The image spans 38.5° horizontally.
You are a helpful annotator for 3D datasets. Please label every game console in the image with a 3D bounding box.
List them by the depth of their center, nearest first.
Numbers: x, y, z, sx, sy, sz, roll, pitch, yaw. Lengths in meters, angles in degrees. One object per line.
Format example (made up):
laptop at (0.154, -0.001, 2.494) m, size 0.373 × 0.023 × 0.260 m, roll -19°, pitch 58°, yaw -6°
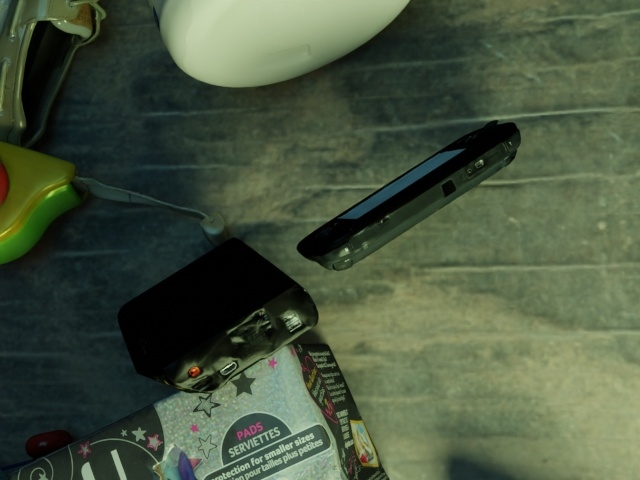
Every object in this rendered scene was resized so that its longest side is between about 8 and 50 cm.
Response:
game console at (0.000, 0.000, 0.760) m, size 0.361 × 0.213 × 0.044 m, roll -32°, pitch 108°, yaw -11°

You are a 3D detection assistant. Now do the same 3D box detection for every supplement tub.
supplement tub at (-0.072, -0.325, 0.790) m, size 0.235 × 0.235 × 0.325 m, roll -25°, pitch 76°, yaw 9°

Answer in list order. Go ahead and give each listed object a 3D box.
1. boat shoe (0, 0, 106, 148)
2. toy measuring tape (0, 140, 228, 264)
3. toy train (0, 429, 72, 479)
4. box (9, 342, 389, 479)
boat shoe at (-0.262, -0.229, 0.892) m, size 0.103 × 0.113 × 0.302 m, roll 30°, pitch 100°, yaw 15°
toy measuring tape at (-0.256, -0.016, 0.854) m, size 0.330 × 0.121 × 0.121 m, roll 17°, pitch 85°, yaw 7°
toy train at (-0.340, 0.244, 0.810) m, size 0.248 × 0.143 × 0.105 m, roll -15°, pitch 77°, yaw 11°
box at (-0.092, 0.193, 0.747) m, size 0.247 × 0.163 × 0.142 m, roll -27°, pitch 78°, yaw 8°
